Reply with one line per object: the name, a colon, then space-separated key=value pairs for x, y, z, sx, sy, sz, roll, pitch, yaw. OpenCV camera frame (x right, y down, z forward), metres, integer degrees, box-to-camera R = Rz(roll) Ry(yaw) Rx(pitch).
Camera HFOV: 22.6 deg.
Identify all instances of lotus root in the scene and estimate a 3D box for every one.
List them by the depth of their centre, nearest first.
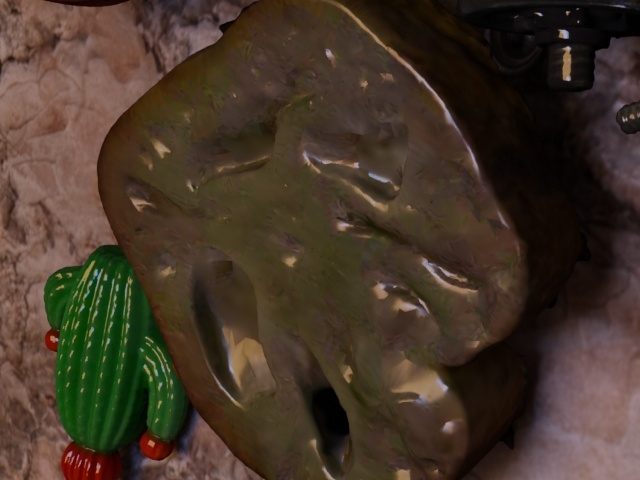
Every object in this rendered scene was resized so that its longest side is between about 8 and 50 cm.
lotus root: x=0.000 y=0.000 z=1.117 sx=0.375 sy=0.111 sz=0.390 roll=24 pitch=123 yaw=32

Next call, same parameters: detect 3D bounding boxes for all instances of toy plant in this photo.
toy plant: x=-0.181 y=0.124 z=1.432 sx=0.155 sy=0.088 sz=0.240 roll=-11 pitch=87 yaw=32

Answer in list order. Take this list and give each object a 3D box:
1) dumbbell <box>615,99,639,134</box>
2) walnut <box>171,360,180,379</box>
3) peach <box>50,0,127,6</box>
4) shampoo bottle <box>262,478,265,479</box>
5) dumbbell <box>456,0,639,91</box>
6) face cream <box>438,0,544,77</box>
dumbbell: x=0.282 y=-0.100 z=0.933 sx=0.254 sy=0.082 sz=0.081 roll=-15 pitch=77 yaw=45
walnut: x=-0.043 y=0.067 z=1.282 sx=0.143 sy=0.069 sz=0.170 roll=30 pitch=108 yaw=13
peach: x=-0.190 y=-0.311 z=1.380 sx=0.257 sy=0.232 sz=0.232 roll=13 pitch=99 yaw=14
shampoo bottle: x=-0.027 y=0.276 z=1.267 sx=0.067 sy=0.068 sz=0.236 roll=-20 pitch=75 yaw=45
dumbbell: x=0.163 y=-0.237 z=0.993 sx=0.192 sy=0.192 sz=0.289 roll=1 pitch=88 yaw=48
face cream: x=0.050 y=-0.187 z=1.202 sx=0.283 sy=0.073 sz=0.073 roll=25 pitch=106 yaw=46
